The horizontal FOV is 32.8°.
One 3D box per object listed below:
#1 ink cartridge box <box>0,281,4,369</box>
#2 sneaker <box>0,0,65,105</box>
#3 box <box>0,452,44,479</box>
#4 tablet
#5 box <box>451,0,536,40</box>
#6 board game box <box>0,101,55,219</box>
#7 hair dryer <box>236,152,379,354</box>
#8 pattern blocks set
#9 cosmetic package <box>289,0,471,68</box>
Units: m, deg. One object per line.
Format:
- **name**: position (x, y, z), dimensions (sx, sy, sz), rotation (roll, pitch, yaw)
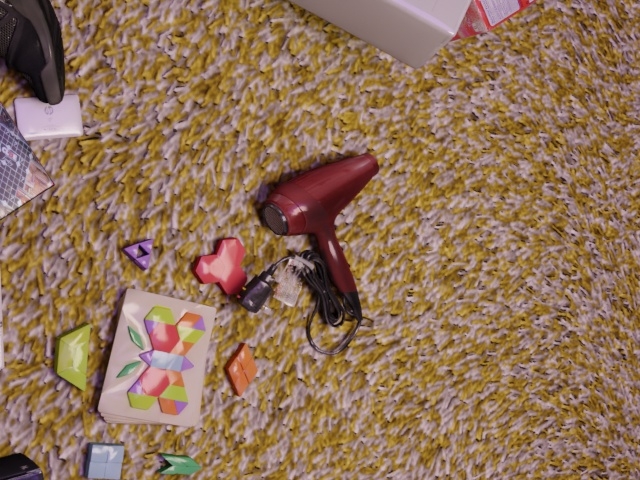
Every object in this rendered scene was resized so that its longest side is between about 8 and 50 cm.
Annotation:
- **ink cartridge box**: position (-0.440, 0.092, 1.315), dimensions (0.099, 0.056, 0.135), rotation (-2, 92, -29)
- **sneaker**: position (-0.385, -0.253, 1.306), dimensions (0.130, 0.087, 0.227), rotation (-9, 141, 3)
- **box**: position (-0.405, 0.380, 1.314), dimensions (0.153, 0.108, 0.207), rotation (-10, 96, -28)
- **tablet**: position (-0.347, -0.157, 1.390), dimensions (0.083, 0.006, 0.054), rotation (-8, 95, -29)
- **box**: position (0.206, -0.443, 1.625), dimensions (0.128, 0.123, 0.256), rotation (-35, 108, -24)
- **board game box**: position (-0.457, -0.124, 1.308), dimensions (0.165, 0.042, 0.243), rotation (-37, 108, -23)
- **hair dryer**: position (0.000, 0.000, 1.568), dimensions (0.224, 0.080, 0.293), rotation (30, 82, -43)
- **pattern blocks set**: position (-0.214, 0.159, 1.462), dimensions (0.285, 0.026, 0.324), rotation (-2, 93, -29)
- **cosmetic package**: position (-0.003, -0.440, 1.413), dimensions (0.453, 0.161, 0.230), rotation (26, 78, -9)
